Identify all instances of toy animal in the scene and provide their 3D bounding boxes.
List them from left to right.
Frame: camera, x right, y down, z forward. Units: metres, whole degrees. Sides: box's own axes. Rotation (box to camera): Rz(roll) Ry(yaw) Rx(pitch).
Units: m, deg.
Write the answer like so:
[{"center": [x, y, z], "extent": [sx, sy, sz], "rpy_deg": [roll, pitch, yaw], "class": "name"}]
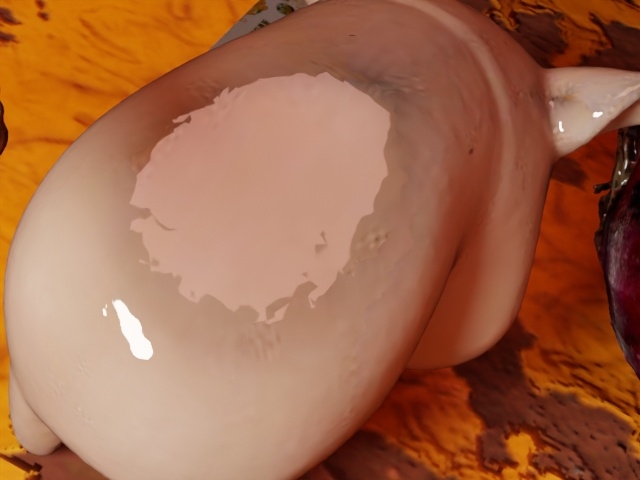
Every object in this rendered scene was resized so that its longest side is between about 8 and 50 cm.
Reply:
[{"center": [-0.006, -0.010, 0.623], "extent": [0.166, 0.154, 0.250], "rpy_deg": [38, 50, 12], "class": "toy animal"}]

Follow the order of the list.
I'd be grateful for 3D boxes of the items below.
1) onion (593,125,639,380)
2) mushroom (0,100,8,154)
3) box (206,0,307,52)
[{"center": [0.225, -0.020, 0.693], "extent": [0.280, 0.221, 0.281], "rpy_deg": [-10, 23, 4], "class": "onion"}, {"center": [-0.235, -0.048, 0.532], "extent": [0.301, 0.208, 0.233], "rpy_deg": [-8, 65, -1], "class": "mushroom"}, {"center": [-0.024, -0.074, 0.785], "extent": [0.041, 0.050, 0.207], "rpy_deg": [26, 41, 10], "class": "box"}]
